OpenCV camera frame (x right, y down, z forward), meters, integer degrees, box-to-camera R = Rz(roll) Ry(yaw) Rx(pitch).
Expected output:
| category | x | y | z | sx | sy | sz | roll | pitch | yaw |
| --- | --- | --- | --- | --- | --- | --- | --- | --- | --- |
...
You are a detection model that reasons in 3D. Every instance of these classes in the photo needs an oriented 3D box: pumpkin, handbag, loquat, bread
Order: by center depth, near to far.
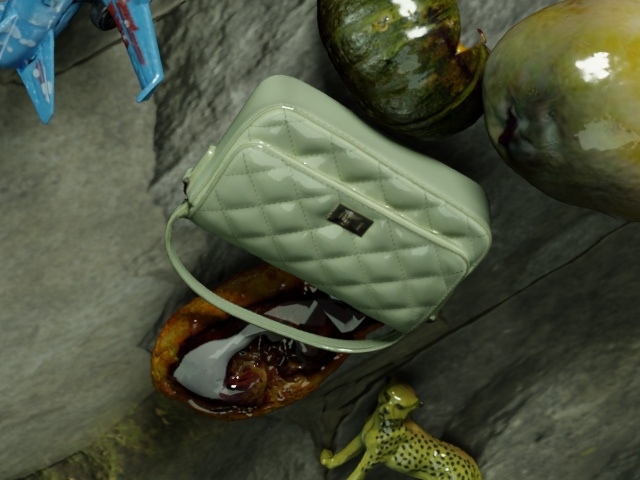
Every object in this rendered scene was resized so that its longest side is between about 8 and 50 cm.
| category | x | y | z | sx | sy | sz | roll | pitch | yaw |
| --- | --- | --- | --- | --- | --- | --- | --- | --- | --- |
| loquat | 0.238 | -0.108 | 1.311 | 0.227 | 0.179 | 0.179 | 14 | 124 | -14 |
| pumpkin | 0.070 | -0.151 | 1.347 | 0.119 | 0.108 | 0.183 | -27 | 115 | 28 |
| handbag | 0.000 | 0.000 | 1.407 | 0.256 | 0.079 | 0.219 | 28 | 119 | -15 |
| bread | -0.035 | 0.072 | 1.520 | 0.269 | 0.095 | 0.139 | -38 | 115 | 11 |

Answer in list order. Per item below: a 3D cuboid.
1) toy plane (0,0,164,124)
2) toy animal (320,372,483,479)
| category | x | y | z | sx | sy | sz | roll | pitch | yaw |
| --- | --- | --- | --- | --- | --- | --- | --- | --- | --- |
| toy plane | -0.190 | -0.233 | 1.306 | 0.254 | 0.105 | 0.271 | 43 | 109 | 16 |
| toy animal | 0.098 | 0.220 | 1.610 | 0.181 | 0.073 | 0.136 | 35 | 113 | -13 |
